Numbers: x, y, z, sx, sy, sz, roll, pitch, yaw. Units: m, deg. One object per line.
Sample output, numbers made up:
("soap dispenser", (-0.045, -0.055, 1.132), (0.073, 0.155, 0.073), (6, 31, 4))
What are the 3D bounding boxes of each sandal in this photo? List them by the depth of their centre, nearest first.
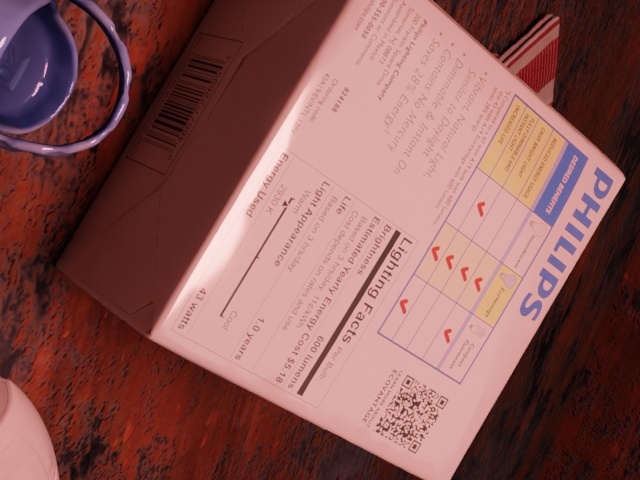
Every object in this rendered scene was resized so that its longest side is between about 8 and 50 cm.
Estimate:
("sandal", (-0.199, -0.125, 0.584), (0.126, 0.138, 0.317), (-63, 153, 1))

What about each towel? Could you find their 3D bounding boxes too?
("towel", (0.283, -0.164, 1.800), (0.237, 0.037, 0.329), (-43, 147, -30))

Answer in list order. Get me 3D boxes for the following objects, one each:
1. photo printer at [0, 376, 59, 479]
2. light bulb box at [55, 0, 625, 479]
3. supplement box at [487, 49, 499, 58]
("photo printer", (-0.347, 0.262, 0.968), (0.307, 0.107, 0.256), (-43, 149, -35))
("light bulb box", (0.025, -0.020, 1.074), (0.361, 0.225, 0.357), (34, 85, -35))
("supplement box", (0.173, -0.229, 1.467), (0.055, 0.083, 0.043), (-17, 129, -56))
